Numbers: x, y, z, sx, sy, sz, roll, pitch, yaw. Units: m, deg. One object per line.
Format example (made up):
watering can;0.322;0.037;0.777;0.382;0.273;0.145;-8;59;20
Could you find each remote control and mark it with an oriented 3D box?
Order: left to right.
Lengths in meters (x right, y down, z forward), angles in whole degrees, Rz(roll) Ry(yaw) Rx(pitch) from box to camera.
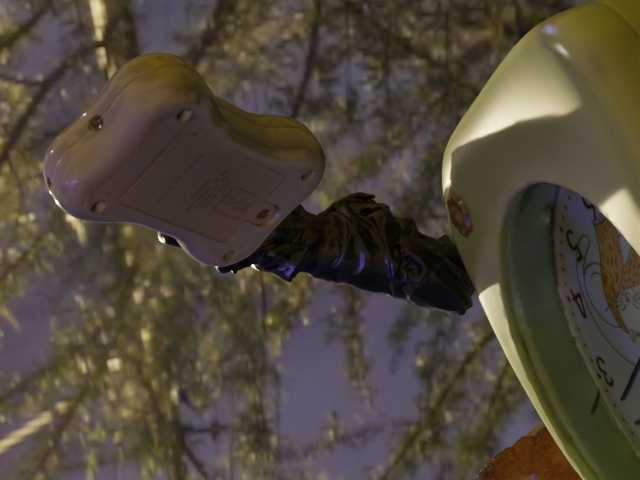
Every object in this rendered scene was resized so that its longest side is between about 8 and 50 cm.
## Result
remote control;-0.051;-0.030;0.600;0.074;0.122;0.032;-44;-121;14

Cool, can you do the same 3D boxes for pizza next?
pizza;0.234;0.219;1.438;0.182;0.161;0.062;7;-176;11

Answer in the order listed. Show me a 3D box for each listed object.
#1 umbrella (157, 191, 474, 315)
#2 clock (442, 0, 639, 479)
umbrella;0.000;-0.002;1.033;0.224;0.071;0.080;11;-177;-20
clock;0.206;0.046;0.872;0.117;0.286;0.348;-23;-101;-16
